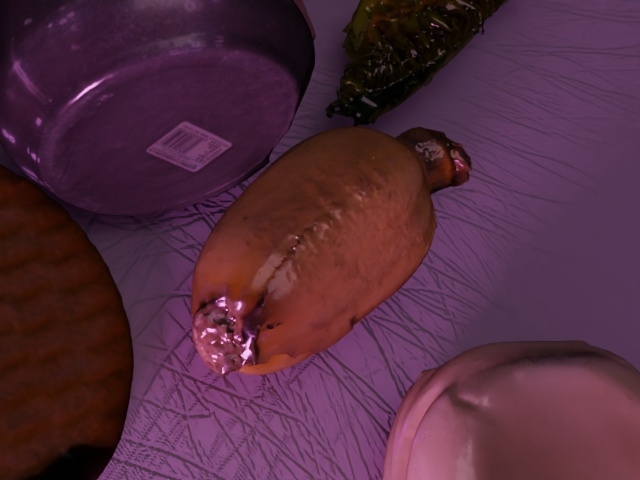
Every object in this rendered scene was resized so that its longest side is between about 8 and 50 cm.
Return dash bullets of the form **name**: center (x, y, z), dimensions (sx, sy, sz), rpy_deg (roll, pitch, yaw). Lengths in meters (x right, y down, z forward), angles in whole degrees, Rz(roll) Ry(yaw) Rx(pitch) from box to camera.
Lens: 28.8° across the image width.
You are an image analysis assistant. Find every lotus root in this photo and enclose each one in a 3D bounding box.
- **lotus root**: center (-0.001, 0.002, 1.017), dimensions (0.130, 0.146, 0.303), rpy_deg (17, 46, 40)

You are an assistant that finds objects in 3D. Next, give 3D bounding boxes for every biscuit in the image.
- **biscuit**: center (-0.280, 0.070, 0.889), dimensions (0.317, 0.040, 0.318), rpy_deg (20, 54, -30)

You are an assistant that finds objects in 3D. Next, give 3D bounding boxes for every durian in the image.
- **durian**: center (0.090, -0.205, 1.178), dimensions (0.375, 0.132, 0.107), rpy_deg (-39, 94, -39)

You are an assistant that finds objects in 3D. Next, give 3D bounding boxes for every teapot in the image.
- **teapot**: center (-0.144, -0.217, 1.027), dimensions (0.300, 0.253, 0.344), rpy_deg (2, 57, -38)

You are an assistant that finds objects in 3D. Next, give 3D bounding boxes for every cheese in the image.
- **cheese**: center (0.179, 0.203, 0.990), dimensions (0.266, 0.127, 0.233), rpy_deg (3, 62, -19)
